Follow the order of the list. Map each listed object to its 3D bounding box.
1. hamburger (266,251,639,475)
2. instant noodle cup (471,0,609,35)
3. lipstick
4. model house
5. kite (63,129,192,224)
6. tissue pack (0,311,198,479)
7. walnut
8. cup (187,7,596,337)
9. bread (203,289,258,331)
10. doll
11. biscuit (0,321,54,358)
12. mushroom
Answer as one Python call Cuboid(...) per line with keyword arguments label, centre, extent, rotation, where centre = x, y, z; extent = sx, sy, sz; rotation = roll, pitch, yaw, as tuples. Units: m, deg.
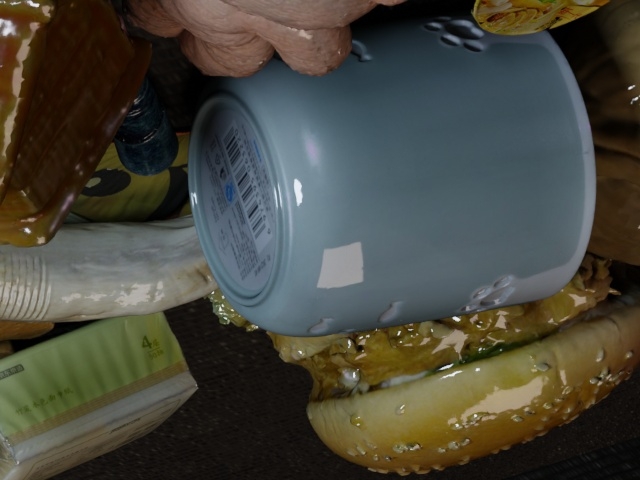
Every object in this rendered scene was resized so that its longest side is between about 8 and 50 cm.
Cuboid(label="hamburger", centre=(0.175, 0.087, 1.908), extent=(0.445, 0.268, 0.287), rotation=(-19, 173, -3))
Cuboid(label="instant noodle cup", centre=(0.165, -0.241, 1.347), extent=(0.151, 0.122, 0.151), rotation=(-17, 158, -7))
Cuboid(label="lipstick", centre=(-0.151, -0.122, 1.431), extent=(0.053, 0.053, 0.234), rotation=(-19, 159, -6))
Cuboid(label="model house", centre=(-0.247, -0.113, 1.204), extent=(0.199, 0.220, 0.229), rotation=(12, 156, 12))
Cuboid(label="kite", centre=(-0.226, -0.030, 1.651), extent=(0.377, 0.013, 0.327), rotation=(-26, 159, 15))
Cuboid(label="tissue pack", centre=(-0.269, 0.171, 1.900), extent=(0.234, 0.125, 0.159), rotation=(-21, 168, -35))
Cuboid(label="walnut", centre=(0.335, -0.113, 1.655), extent=(0.313, 0.252, 0.277), rotation=(-1, 154, -22))
Cuboid(label="cup", centre=(0.024, -0.056, 1.552), extent=(0.274, 0.259, 0.356), rotation=(-10, -174, -27))
Cuboid(label="bread", centre=(-0.001, 0.000, 1.841), extent=(0.269, 0.087, 0.098), rotation=(-31, 157, 25))
Cuboid(label="doll", centre=(-0.049, -0.207, 1.232), extent=(0.201, 0.156, 0.303), rotation=(28, 166, -13))
Cuboid(label="biscuit", centre=(-0.382, 0.099, 1.787), extent=(0.236, 0.040, 0.144), rotation=(2, 144, -48))
Cuboid(label="mushroom", centre=(-0.221, 0.024, 1.641), extent=(0.351, 0.095, 0.123), rotation=(-9, 145, -29))
